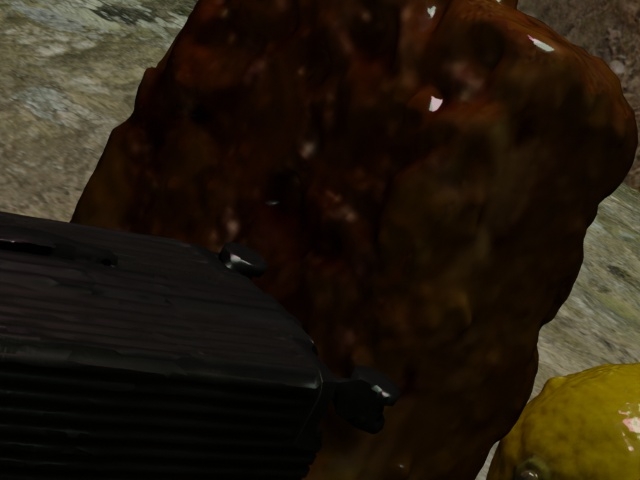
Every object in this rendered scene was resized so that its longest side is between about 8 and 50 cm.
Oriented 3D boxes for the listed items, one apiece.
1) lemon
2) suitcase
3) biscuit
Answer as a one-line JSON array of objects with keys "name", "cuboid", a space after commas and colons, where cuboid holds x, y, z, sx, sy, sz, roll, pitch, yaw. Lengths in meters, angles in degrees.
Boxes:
[{"name": "lemon", "cuboid": [0.218, 0.181, 1.233, 0.231, 0.192, 0.192, 10, 24, -43]}, {"name": "suitcase", "cuboid": [-0.163, 0.106, 0.818, 0.335, 0.229, 0.152, 11, 23, -44]}, {"name": "biscuit", "cuboid": [0.000, 0.000, 1.094, 0.166, 0.395, 0.343, 14, 20, -42]}]
